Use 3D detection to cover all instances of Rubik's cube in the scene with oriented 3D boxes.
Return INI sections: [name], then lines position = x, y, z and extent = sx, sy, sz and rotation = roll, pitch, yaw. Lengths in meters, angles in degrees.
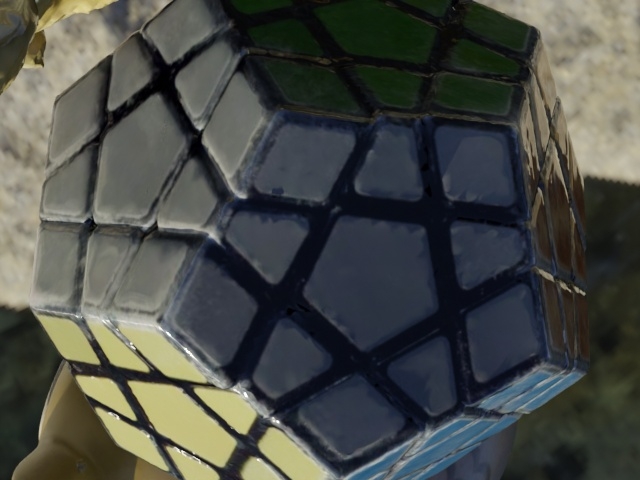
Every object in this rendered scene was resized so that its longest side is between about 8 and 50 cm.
[Rubik's cube]
position = 0.000, 0.000, 1.048
extent = 0.319, 0.264, 0.319
rotation = -28, 166, -8

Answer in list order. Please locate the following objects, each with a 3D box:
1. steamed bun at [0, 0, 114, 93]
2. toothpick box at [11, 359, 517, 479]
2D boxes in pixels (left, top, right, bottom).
[steamed bun]
position = -0.230, -0.178, 1.011
extent = 0.295, 0.292, 0.137
rotation = 21, 144, -10
[toothpick box]
position = -0.061, 0.191, 1.868
extent = 0.425, 0.409, 0.409
rotation = -42, 136, -11
